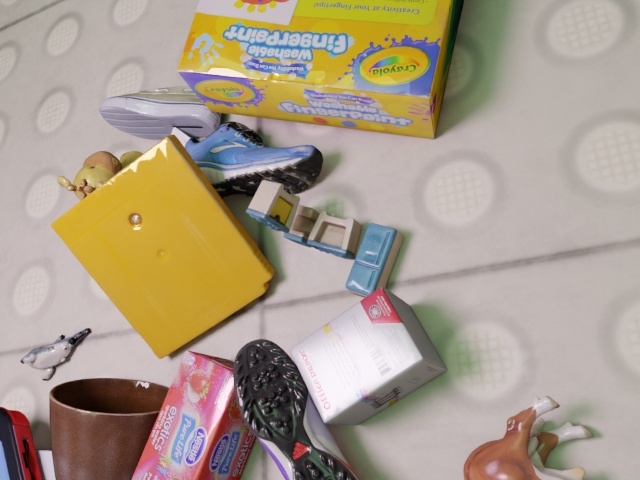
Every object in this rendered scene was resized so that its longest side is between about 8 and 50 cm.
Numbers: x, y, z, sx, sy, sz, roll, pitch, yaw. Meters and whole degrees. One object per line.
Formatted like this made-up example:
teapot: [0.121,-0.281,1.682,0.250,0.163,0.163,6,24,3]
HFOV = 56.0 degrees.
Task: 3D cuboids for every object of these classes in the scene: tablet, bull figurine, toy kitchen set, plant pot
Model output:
tablet: [-0.288,-0.197,1.274,0.083,0.006,0.054,36,121,15]
bull figurine: [0.329,0.347,0.742,0.310,0.101,0.188,38,88,30]
toy kitchen set: [0.000,0.000,0.990,0.207,0.166,0.122,15,80,31]
plant pot: [-0.369,0.379,1.044,0.216,0.215,0.230,9,91,29]

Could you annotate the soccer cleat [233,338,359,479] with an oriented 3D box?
soccer cleat: [-0.036,0.298,0.909,0.109,0.116,0.318,-30,68,-12]

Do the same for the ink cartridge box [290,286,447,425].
ink cartridge box: [0.072,0.181,0.912,0.176,0.127,0.128,-35,60,12]

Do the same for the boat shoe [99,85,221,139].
boat shoe: [-0.342,-0.285,1.317,0.303,0.109,0.094,8,62,20]

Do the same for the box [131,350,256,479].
box: [-0.194,0.328,0.998,0.123,0.128,0.256,17,80,31]

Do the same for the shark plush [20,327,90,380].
shark plush: [-0.563,0.222,1.271,0.161,0.073,0.067,-40,29,15]

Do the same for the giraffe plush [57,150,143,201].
giraffe plush: [-0.420,-0.106,1.200,0.182,0.170,0.210,-22,64,19]

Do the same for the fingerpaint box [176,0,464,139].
fingerpaint box: [0.019,-0.403,1.081,0.445,0.163,0.370,10,77,16]

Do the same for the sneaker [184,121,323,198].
sneaker: [-0.147,-0.165,1.147,0.330,0.130,0.147,1,76,28]

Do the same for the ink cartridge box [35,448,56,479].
ink cartridge box: [-0.570,0.492,1.172,0.333,0.065,0.165,-6,71,24]

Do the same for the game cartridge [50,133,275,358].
game cartridge: [-0.279,0.019,1.092,0.285,0.052,0.323,-33,102,13]

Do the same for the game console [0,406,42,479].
game console: [-0.646,0.547,1.122,0.342,0.060,0.386,-36,60,11]
